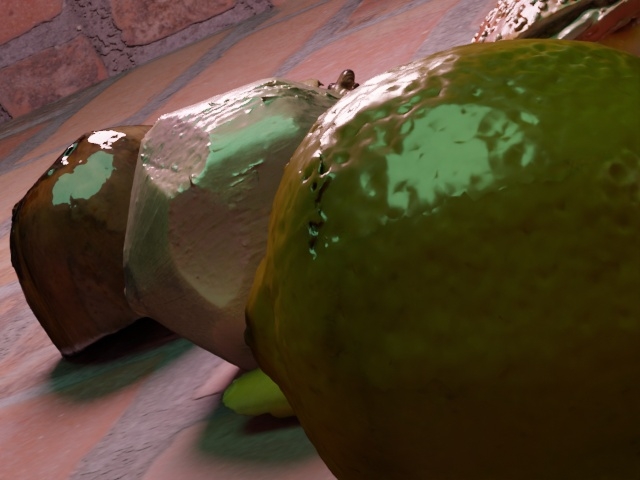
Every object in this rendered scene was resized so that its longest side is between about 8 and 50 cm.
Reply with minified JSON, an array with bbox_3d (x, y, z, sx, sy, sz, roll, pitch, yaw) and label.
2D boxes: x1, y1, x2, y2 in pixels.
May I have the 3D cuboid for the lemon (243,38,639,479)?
[{"bbox_3d":[0.104,0.027,0.916,0.293,0.293,0.293,-25,14,7],"label":"lemon"}]

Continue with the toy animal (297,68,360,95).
[{"bbox_3d":[-0.003,-0.134,2.046,0.214,0.094,0.186,-43,12,-27],"label":"toy animal"}]

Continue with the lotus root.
[{"bbox_3d":[-0.199,-0.013,1.756,0.272,0.192,0.272,-39,10,8],"label":"lotus root"}]

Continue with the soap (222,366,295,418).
[{"bbox_3d":[0.005,0.100,1.306,0.168,0.033,0.089,-14,17,41],"label":"soap"}]

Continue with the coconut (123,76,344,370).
[{"bbox_3d":[-0.057,-0.011,1.435,0.230,0.227,0.227,-21,13,-8],"label":"coconut"}]

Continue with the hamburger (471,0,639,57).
[{"bbox_3d":[0.249,-0.198,1.671,0.237,0.147,0.237,-29,25,15],"label":"hamburger"}]
